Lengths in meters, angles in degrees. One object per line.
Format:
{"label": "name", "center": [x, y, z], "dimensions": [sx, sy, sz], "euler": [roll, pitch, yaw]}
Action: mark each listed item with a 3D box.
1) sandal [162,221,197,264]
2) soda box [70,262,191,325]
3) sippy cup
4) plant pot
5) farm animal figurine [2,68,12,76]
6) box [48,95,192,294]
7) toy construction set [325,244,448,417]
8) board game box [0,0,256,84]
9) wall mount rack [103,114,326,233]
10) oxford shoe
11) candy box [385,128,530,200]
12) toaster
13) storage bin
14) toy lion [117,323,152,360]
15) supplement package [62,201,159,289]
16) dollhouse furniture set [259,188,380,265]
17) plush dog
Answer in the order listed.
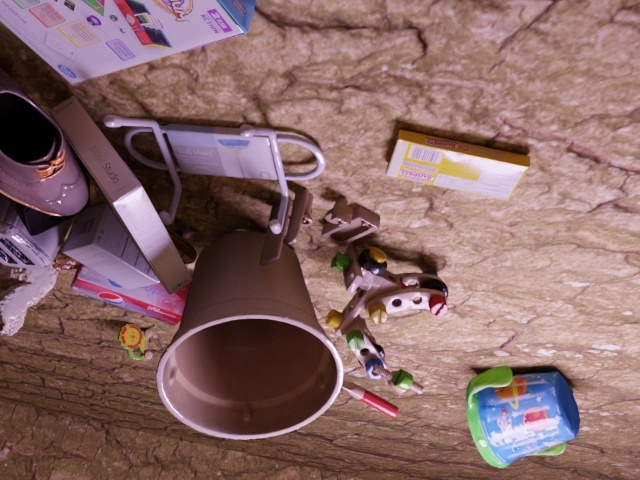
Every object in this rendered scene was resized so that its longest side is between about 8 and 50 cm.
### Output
{"label": "sandal", "center": [-0.317, -0.019, 1.572], "dimensions": [0.072, 0.049, 0.180], "euler": [-25, 121, 40]}
{"label": "soda box", "center": [-0.435, 0.108, 1.793], "dimensions": [0.263, 0.092, 0.083], "euler": [22, 149, -19]}
{"label": "sippy cup", "center": [0.517, 0.432, 1.937], "dimensions": [0.224, 0.240, 0.305], "euler": [-21, 162, 30]}
{"label": "plant pot", "center": [-0.137, 0.157, 1.489], "dimensions": [0.334, 0.305, 0.334], "euler": [-3, 129, -4]}
{"label": "farm animal figurine", "center": [-0.614, -0.255, 1.083], "dimensions": [0.327, 0.172, 0.330], "euler": [6, 155, 10]}
{"label": "box", "center": [-0.336, -0.067, 1.325], "dimensions": [0.232, 0.058, 0.322], "euler": [49, 165, 27]}
{"label": "toy construction set", "center": [0.086, 0.157, 1.505], "dimensions": [0.237, 0.309, 0.257], "euler": [31, 138, -24]}
{"label": "board game box", "center": [-0.277, -0.324, 0.968], "dimensions": [0.316, 0.064, 0.242], "euler": [-7, 147, 29]}
{"label": "wall mount rack", "center": [-0.176, -0.130, 1.224], "dimensions": [0.350, 0.130, 0.304], "euler": [5, 149, 10]}
{"label": "oxford shoe", "center": [-0.428, -0.123, 1.131], "dimensions": [0.133, 0.130, 0.363], "euler": [33, 165, 25]}
{"label": "candy box", "center": [0.213, -0.117, 1.213], "dimensions": [0.206, 0.027, 0.105], "euler": [12, 154, -1]}
{"label": "toaster", "center": [-0.590, -0.042, 1.514], "dimensions": [0.129, 0.146, 0.227], "euler": [3, 151, 12]}
{"label": "storage bin", "center": [-0.484, -0.090, 1.369], "dimensions": [0.084, 0.122, 0.180], "euler": [57, 158, 5]}
{"label": "toy lion", "center": [-0.517, 0.283, 2.145], "dimensions": [0.096, 0.100, 0.034], "euler": [8, 161, -38]}
{"label": "supplement package", "center": [-0.419, 0.014, 1.599], "dimensions": [0.105, 0.105, 0.179], "euler": [-13, 144, 36]}
{"label": "dollhouse furniture set", "center": [0.000, 0.000, 1.404], "dimensions": [0.151, 0.123, 0.144], "euler": [28, 148, -28]}
{"label": "plush dog", "center": [-0.684, 0.067, 1.727], "dimensions": [0.210, 0.262, 0.225], "euler": [-15, -174, -42]}
